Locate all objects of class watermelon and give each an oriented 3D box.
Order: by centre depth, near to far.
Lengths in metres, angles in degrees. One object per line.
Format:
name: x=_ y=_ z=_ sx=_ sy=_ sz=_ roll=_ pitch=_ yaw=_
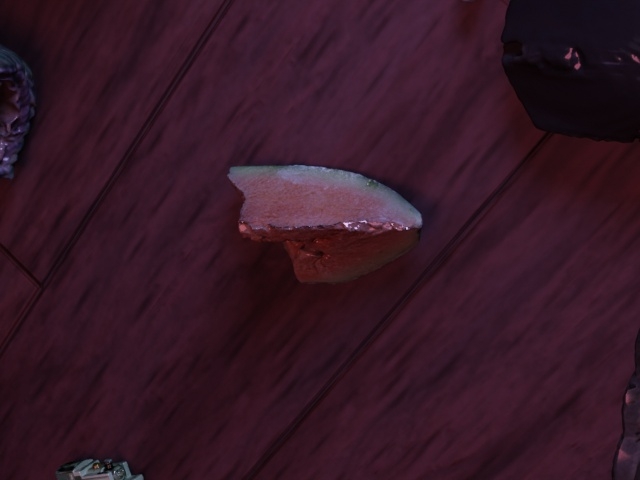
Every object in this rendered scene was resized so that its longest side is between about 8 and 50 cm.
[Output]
watermelon: x=0.008 y=-0.005 z=1.114 sx=0.155 sy=0.080 sz=0.101 roll=-8 pitch=115 yaw=16

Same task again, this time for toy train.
toy train: x=-0.198 y=0.223 z=1.343 sx=0.083 sy=0.033 sz=0.053 roll=-14 pitch=99 yaw=33

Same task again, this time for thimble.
thimble: x=-0.301 y=-0.106 z=1.215 sx=0.090 sy=0.118 sz=0.135 roll=26 pitch=121 yaw=20

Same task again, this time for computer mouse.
computer mouse: x=0.216 y=-0.121 z=0.938 sx=0.217 sy=0.073 sz=0.122 roll=6 pitch=113 yaw=30

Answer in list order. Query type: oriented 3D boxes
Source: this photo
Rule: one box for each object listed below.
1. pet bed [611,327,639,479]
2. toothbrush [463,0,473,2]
pet bed: x=0.287 y=0.151 z=0.970 sx=0.183 sy=0.159 sz=0.211 roll=3 pitch=115 yaw=1
toothbrush: x=0.118 y=-0.301 z=0.947 sx=0.030 sy=0.030 sz=0.304 roll=18 pitch=117 yaw=23
